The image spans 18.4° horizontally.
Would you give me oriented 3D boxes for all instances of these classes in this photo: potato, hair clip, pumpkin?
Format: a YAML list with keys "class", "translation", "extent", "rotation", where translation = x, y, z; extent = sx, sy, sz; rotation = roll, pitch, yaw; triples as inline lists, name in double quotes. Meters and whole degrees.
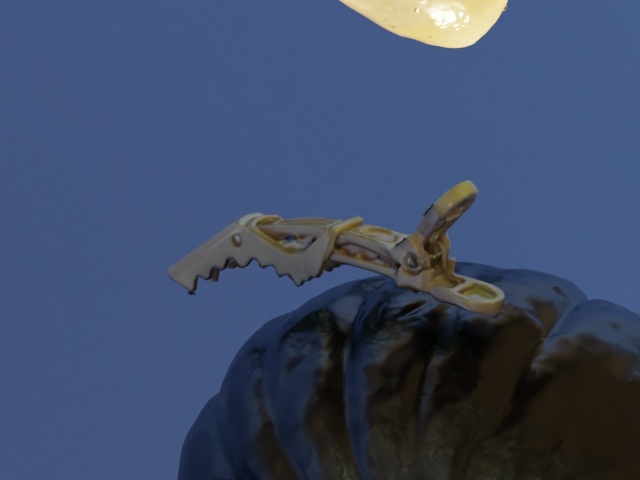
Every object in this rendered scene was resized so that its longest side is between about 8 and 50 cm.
- class: "potato"
  translation: [0.065, -0.217, 1.477]
  extent: [0.178, 0.118, 0.109]
  rotation: [29, -128, -28]
- class: "hair clip"
  translation: [0.000, 0.000, 1.098]
  extent: [0.034, 0.226, 0.072]
  rotation: [-22, -70, -50]
- class: "pumpkin"
  translation: [0.086, 0.189, 1.154]
  extent: [0.266, 0.363, 0.363]
  rotation: [-4, -106, -66]
